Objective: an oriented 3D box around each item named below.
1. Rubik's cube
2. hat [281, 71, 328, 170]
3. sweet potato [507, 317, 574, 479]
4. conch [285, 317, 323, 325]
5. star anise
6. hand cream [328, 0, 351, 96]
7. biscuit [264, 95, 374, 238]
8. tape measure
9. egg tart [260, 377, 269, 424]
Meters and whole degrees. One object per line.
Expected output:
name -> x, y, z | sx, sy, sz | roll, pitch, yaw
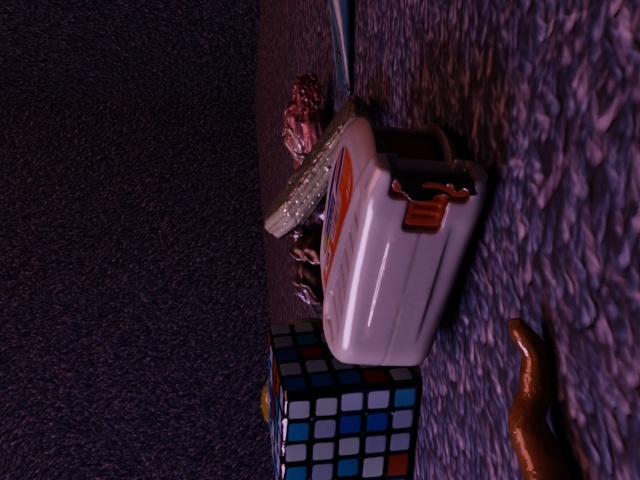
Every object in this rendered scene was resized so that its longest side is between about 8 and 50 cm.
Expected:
Rubik's cube -> 0.023, 0.232, 0.861 | 0.182, 0.183, 0.187 | -113, 24, -66
hat -> -0.034, -0.222, 1.327 | 0.237, 0.107, 0.287 | -121, 25, -51
sweet potato -> 0.160, 0.147, 0.452 | 0.044, 0.044, 0.179 | 110, 162, -66
conch -> -0.028, 0.252, 1.267 | 0.251, 0.137, 0.144 | -102, -9, -64
star anise -> 0.000, 0.000, 1.007 | 0.236, 0.108, 0.223 | 116, 175, -76
hand cream -> 0.038, -0.372, 1.082 | 0.083, 0.048, 0.225 | -122, 26, -66
biscuit -> -0.010, -0.106, 0.946 | 0.252, 0.052, 0.150 | -52, 12, 23
tape measure -> 0.077, -0.009, 0.671 | 0.265, 0.129, 0.258 | -96, 11, -55
egg tart -> -0.068, 0.377, 1.429 | 0.252, 0.098, 0.232 | 40, -130, -62
